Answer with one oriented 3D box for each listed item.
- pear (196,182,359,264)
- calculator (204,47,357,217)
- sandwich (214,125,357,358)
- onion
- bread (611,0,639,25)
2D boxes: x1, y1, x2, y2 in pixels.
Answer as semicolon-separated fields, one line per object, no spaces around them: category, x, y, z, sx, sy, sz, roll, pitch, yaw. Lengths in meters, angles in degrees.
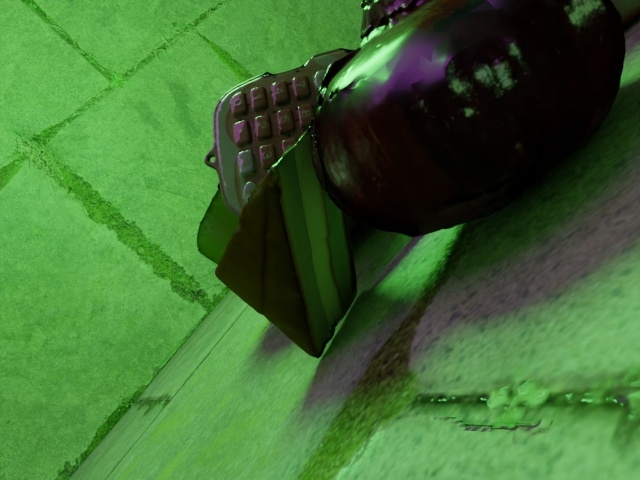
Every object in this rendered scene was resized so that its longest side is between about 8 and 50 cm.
pear;-0.009;-0.066;0.892;0.399;0.165;0.399;-45;-4;-5
calculator;0.019;-0.132;0.666;0.329;0.220;0.048;-11;-19;5
sandwich;0.000;0.000;0.535;0.117;0.144;0.187;-56;1;-41
onion;0.097;-0.122;0.443;0.252;0.219;0.252;-36;10;7
bread;0.220;-0.360;0.549;0.295;0.327;0.114;-38;10;38
